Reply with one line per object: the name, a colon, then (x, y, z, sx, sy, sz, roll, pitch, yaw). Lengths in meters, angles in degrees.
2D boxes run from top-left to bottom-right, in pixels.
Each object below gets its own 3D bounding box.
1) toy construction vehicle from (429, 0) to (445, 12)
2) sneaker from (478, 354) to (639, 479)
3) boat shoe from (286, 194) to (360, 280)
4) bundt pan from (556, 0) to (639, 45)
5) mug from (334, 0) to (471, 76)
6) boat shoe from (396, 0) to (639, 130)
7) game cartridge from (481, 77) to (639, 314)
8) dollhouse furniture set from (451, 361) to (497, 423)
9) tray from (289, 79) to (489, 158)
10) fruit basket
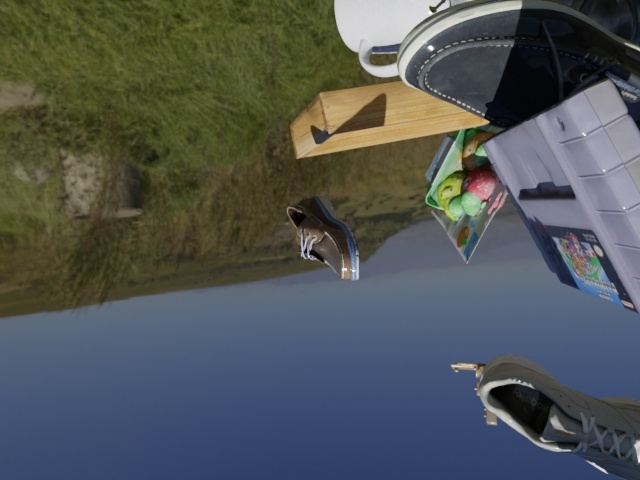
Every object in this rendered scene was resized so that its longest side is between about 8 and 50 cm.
toy construction vehicle: (0.241, -0.528, 1.149, 0.035, 0.098, 0.086, 29, 173, 36)
sneaker: (0.302, 0.219, 0.646, 0.262, 0.099, 0.121, 17, -174, 26)
boat shoe: (0.000, 0.000, 0.771, 0.066, 0.066, 0.183, -9, -149, -15)
bundt pan: (0.484, -0.471, 1.009, 0.330, 0.331, 0.124, -5, 172, -2)
mug: (0.233, -0.629, 1.585, 0.328, 0.374, 0.276, 13, 168, 37)
boat shoe: (0.348, -0.213, 0.817, 0.500, 0.156, 0.187, 8, 150, -20)
game cartridge: (0.290, -0.041, 0.653, 0.068, 0.230, 0.355, -25, -179, 6)
dollhouse furniture set: (0.405, 0.403, 1.499, 0.123, 0.151, 0.144, 0, 161, 18)
tray: (0.168, -0.234, 1.012, 0.410, 0.076, 0.203, -12, -179, -17)
fruit basket: (0.384, -0.155, 1.425, 0.165, 0.327, 0.353, 22, -158, -6)
